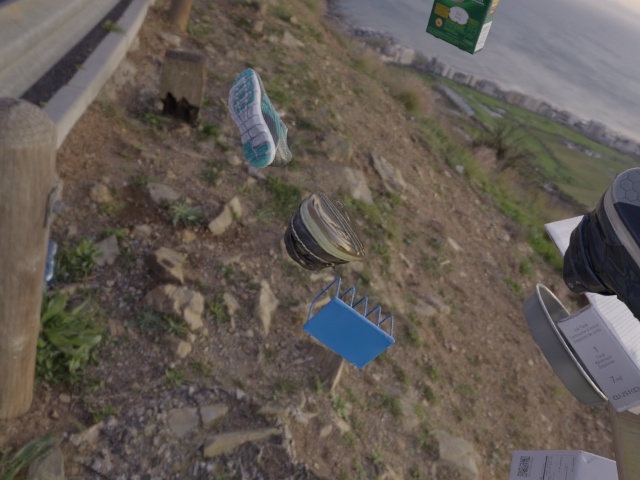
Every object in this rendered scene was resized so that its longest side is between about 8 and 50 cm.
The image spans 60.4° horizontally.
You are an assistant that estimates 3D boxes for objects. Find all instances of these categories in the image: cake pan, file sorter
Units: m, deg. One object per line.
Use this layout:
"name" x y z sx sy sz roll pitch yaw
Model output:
"cake pan" 0.537 0.231 1.205 0.293 0.054 0.293 41 28 -27
"file sorter" 0.069 0.183 1.253 0.170 0.118 0.104 37 31 -12

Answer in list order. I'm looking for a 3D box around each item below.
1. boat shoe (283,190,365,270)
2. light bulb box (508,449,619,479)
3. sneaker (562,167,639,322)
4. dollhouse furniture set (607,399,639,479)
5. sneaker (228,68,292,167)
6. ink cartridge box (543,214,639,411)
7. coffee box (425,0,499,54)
"boat shoe" -0.001 -0.001 0.576 0.080 0.073 0.223 57 10 1
"light bulb box" 0.666 0.763 1.459 0.226 0.361 0.357 19 68 -1
"sneaker" 0.328 0.060 0.551 0.086 0.163 0.226 -13 71 -2
"dollhouse furniture set" 0.653 0.276 0.768 0.395 0.361 0.256 -13 5 -26
"sneaker" -0.088 -0.180 0.834 0.076 0.065 0.166 7 65 -53
"ink cartridge box" 0.449 0.086 0.844 0.296 0.066 0.261 -9 64 -45
"coffee box" 0.261 -0.436 0.966 0.113 0.184 0.040 38 51 27
